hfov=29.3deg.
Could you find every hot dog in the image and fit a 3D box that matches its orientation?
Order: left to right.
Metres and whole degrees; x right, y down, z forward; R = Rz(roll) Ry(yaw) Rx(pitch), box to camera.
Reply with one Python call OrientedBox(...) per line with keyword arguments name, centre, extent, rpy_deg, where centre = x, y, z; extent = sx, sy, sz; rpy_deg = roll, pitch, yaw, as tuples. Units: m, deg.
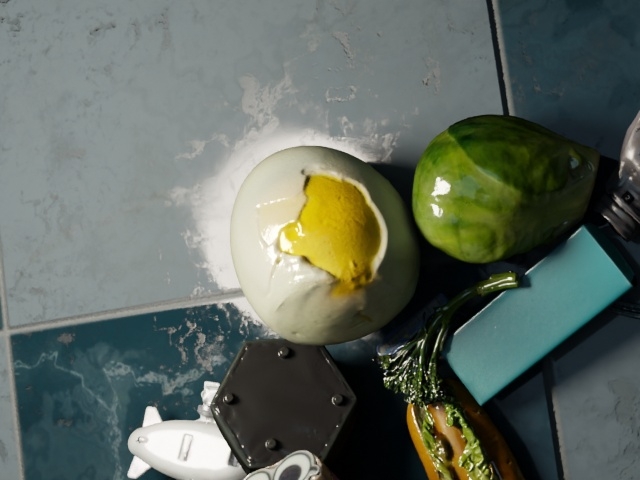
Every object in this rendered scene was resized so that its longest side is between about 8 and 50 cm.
OrientedBox(name="hot dog", centre=(0.229, 0.353, 1.837), extent=(0.135, 0.100, 0.337), rpy_deg=(-32, 76, 21))

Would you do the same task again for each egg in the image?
OrientedBox(name="egg", centre=(0.000, 0.000, 1.856), extent=(0.283, 0.283, 0.345), rpy_deg=(-43, 45, 17))

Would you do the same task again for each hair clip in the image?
OrientedBox(name="hair clip", centre=(0.460, 0.090, 1.774), extent=(0.275, 0.048, 0.083), rpy_deg=(8, 95, 26))

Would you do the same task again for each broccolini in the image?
OrientedBox(name="broccolini", centre=(0.198, 0.148, 1.806), extent=(0.271, 0.062, 0.123), rpy_deg=(-42, 65, 22))

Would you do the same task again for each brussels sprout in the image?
OrientedBox(name="brussels sprout", centre=(0.268, -0.077, 1.782), extent=(0.271, 0.219, 0.210), rpy_deg=(-1, 104, 5))

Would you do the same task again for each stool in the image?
OrientedBox(name="stool", centre=(-0.053, 0.265, 1.910), extent=(0.232, 0.141, 0.232), rpy_deg=(0, 70, 0))

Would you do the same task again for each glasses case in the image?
OrientedBox(name="glasses case", centre=(0.319, 0.111, 1.806), extent=(0.301, 0.070, 0.117), rpy_deg=(-42, 75, 24))

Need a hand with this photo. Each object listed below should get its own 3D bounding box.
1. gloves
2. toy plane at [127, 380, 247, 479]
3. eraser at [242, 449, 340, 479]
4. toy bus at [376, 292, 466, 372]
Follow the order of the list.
OrientedBox(name="gloves", centre=(0.485, -0.130, 1.736), extent=(0.142, 0.119, 0.285), rpy_deg=(40, 118, 9))
OrientedBox(name="toy plane", centre=(-0.209, 0.353, 2.028), extent=(0.252, 0.118, 0.252), rpy_deg=(-8, 66, 19))
OrientedBox(name="eraser", centre=(0.014, 0.446, 1.846), extent=(0.171, 0.087, 0.290), rpy_deg=(-28, 121, 22))
OrientedBox(name="toy bus", centre=(0.156, 0.147, 1.908), extent=(0.153, 0.051, 0.061), rpy_deg=(-41, 60, 18))
